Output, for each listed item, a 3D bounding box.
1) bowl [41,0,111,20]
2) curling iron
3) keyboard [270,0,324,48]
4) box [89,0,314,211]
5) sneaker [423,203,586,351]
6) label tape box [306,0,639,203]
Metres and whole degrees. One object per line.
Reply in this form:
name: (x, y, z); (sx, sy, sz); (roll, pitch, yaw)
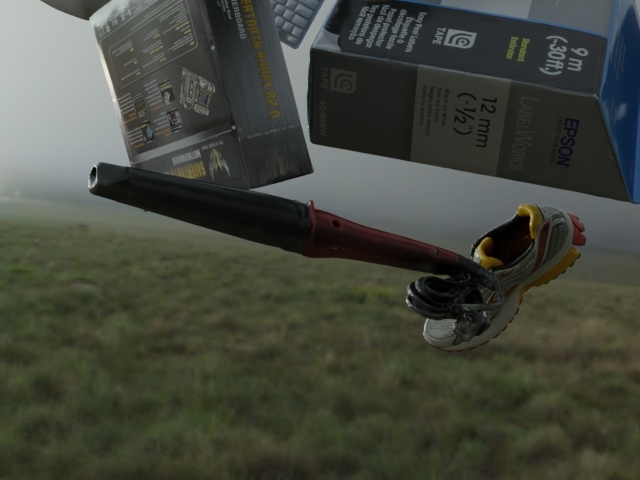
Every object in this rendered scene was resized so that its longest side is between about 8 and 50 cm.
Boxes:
bowl: (-0.338, -0.393, 1.412); (0.142, 0.142, 0.053); (27, -19, 21)
curling iron: (0.000, 0.000, 0.575); (0.274, 0.035, 0.068); (20, 22, -27)
keyboard: (-0.117, -0.292, 1.037); (0.256, 0.072, 0.014); (30, 12, 1)
box: (-0.103, -0.124, 0.805); (0.056, 0.183, 0.231); (-18, 6, -29)
sneaker: (0.193, 0.038, 1.149); (0.092, 0.225, 0.088); (22, 28, -38)
label tape box: (0.187, -0.168, 0.886); (0.347, 0.115, 0.249); (10, 45, 12)
